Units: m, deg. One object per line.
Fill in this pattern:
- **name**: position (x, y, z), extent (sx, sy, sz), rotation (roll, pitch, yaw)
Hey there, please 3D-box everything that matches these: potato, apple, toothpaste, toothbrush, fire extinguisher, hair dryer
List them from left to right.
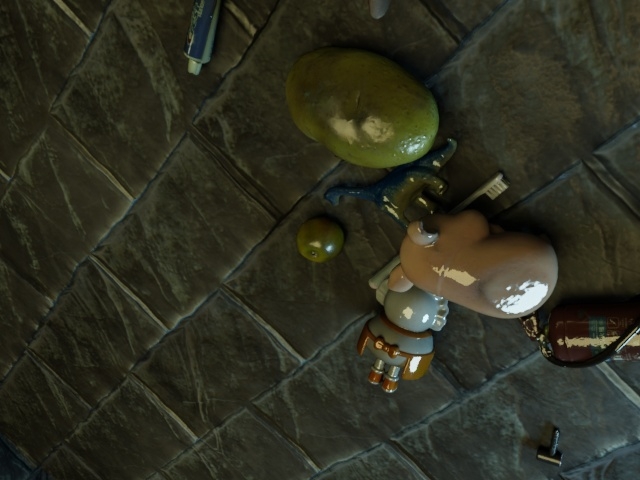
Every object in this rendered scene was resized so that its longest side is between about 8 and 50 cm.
- **toothpaste**: position (-0.182, -0.391, 1.136), extent (0.047, 0.069, 0.268), rotation (9, 128, -17)
- **apple**: position (0.000, 0.000, 1.277), extent (0.090, 0.074, 0.089), rotation (14, 145, 10)
- **potato**: position (0.062, -0.201, 1.062), extent (0.248, 0.143, 0.169), rotation (25, 108, 16)
- **toothbrush**: position (0.193, -0.009, 1.202), extent (0.030, 0.025, 0.342), rotation (43, 129, -6)
- **hair dryer**: position (0.441, 0.391, 1.327), extent (0.047, 0.026, 0.083), rotation (12, 121, 20)
- **fire extinguisher**: position (0.477, 0.132, 1.095), extent (0.342, 0.105, 0.141), rotation (-5, 102, 30)

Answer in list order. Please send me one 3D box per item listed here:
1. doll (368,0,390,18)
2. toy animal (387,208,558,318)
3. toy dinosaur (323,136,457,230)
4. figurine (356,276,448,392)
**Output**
- **doll**: position (-0.020, -0.481, 0.893), extent (0.370, 0.226, 0.215), rotation (36, 91, 8)
- **toy animal**: position (0.243, 0.038, 1.090), extent (0.250, 0.154, 0.166), rotation (13, 122, 1)
- **toy dinosaur**: position (0.117, -0.111, 1.149), extent (0.188, 0.075, 0.247), rotation (32, 136, 10)
- **figurine**: position (0.148, 0.153, 1.253), extent (0.143, 0.143, 0.271), rotation (21, 127, 14)
